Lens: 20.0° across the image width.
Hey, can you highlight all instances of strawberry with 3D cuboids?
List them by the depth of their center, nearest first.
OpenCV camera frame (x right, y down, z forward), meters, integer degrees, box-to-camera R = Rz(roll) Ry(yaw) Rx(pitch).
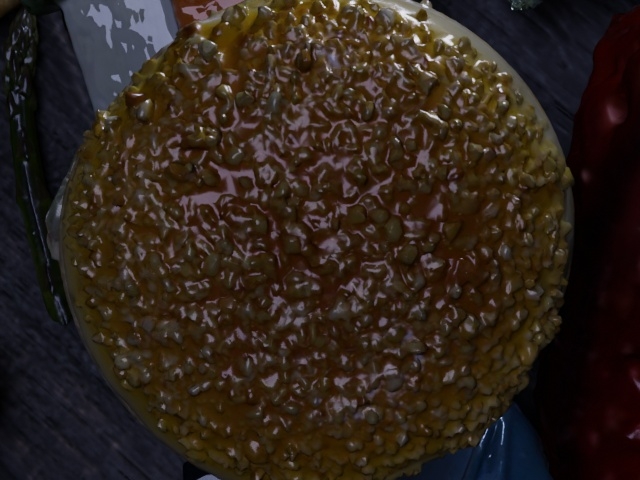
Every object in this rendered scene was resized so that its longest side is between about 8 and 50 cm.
[{"bbox_3d":[0.269,0.034,1.094,0.317,0.295,0.345,19,115,-18],"label":"strawberry"}]

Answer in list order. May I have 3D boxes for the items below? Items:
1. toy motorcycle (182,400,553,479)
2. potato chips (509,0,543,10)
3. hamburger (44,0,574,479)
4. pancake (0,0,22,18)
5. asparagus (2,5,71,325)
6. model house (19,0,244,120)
[{"bbox_3d":[0.012,0.237,1.157,0.232,0.172,0.416,19,81,18],"label":"toy motorcycle"},{"bbox_3d":[0.190,-0.204,1.194,0.167,0.059,0.228,-28,48,-12],"label":"potato chips"},{"bbox_3d":[0.000,0.000,1.032,0.302,0.170,0.302,1,104,4],"label":"hamburger"},{"bbox_3d":[-0.233,-0.275,1.301,0.212,0.056,0.257,-20,82,9],"label":"pancake"},{"bbox_3d":[-0.204,-0.054,1.294,0.034,0.027,0.236,-10,84,5],"label":"asparagus"},{"bbox_3d":[-0.042,-0.095,1.200,0.271,0.190,0.301,-12,92,9],"label":"model house"}]
